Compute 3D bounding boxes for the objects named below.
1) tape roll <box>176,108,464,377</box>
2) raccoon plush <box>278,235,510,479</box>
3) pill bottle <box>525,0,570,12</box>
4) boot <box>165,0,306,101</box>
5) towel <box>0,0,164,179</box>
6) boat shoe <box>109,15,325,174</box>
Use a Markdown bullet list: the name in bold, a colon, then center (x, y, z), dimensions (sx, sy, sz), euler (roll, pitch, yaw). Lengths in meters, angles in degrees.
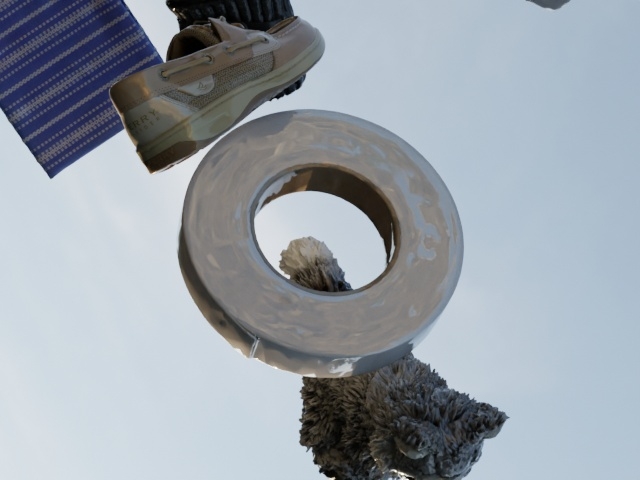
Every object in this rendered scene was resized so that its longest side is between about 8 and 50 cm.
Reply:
- **tape roll**: center (0.000, 0.000, 2.136), dimensions (0.392, 0.392, 0.072), euler (62, -24, 21)
- **raccoon plush**: center (0.069, 0.177, 2.229), dimensions (0.446, 0.216, 0.299), euler (56, -25, 5)
- **pill bottle**: center (0.144, -0.339, 1.567), dimensions (0.152, 0.272, 0.152), euler (-55, -163, 27)
- **boot**: center (-0.192, -0.320, 2.126), dimensions (0.348, 0.131, 0.260), euler (12, -45, 15)
- **towel**: center (-0.388, -0.291, 2.296), dimensions (0.336, 0.243, 0.040), euler (57, -3, -15)
- **boat shoe**: center (-0.101, -0.185, 1.665), dimensions (0.121, 0.341, 0.110), euler (-28, -80, 32)
